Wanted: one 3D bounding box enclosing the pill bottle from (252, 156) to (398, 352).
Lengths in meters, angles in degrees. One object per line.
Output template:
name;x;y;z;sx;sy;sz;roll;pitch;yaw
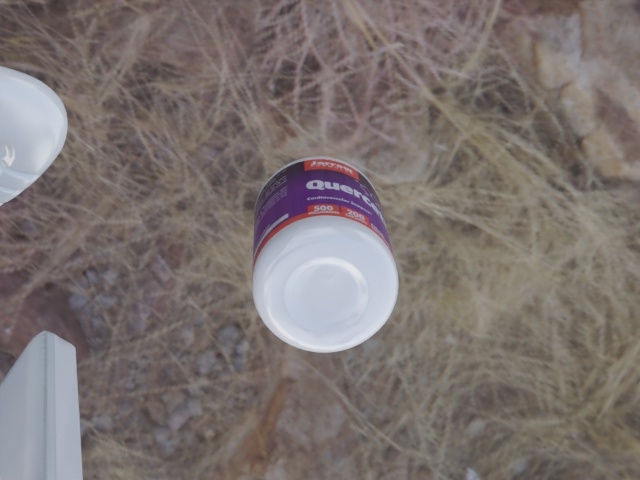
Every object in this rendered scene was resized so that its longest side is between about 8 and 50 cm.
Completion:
pill bottle;0.000;0.000;1.434;0.181;0.323;0.182;-1;115;-3

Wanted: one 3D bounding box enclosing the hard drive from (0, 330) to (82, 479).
hard drive;-0.268;0.234;0.846;0.047;0.353;0.233;34;96;-20

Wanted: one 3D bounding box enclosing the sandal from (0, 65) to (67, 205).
sandal;-0.412;-0.068;0.929;0.416;0.102;0.169;-22;144;16
